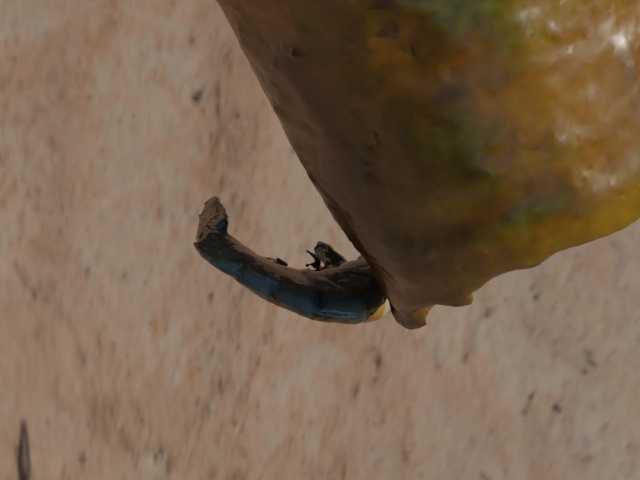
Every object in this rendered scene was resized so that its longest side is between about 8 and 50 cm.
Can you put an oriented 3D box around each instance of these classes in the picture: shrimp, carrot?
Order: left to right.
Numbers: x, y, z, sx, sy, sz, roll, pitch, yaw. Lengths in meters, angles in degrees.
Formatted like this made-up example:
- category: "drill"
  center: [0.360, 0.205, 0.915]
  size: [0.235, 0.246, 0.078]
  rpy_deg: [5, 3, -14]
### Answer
- category: "shrimp"
  center: [-0.001, 0.003, 1.165]
  size: [0.147, 0.035, 0.195]
  rpy_deg: [21, 21, 24]
- category: "carrot"
  center: [0.071, -0.135, 0.995]
  size: [0.241, 0.241, 0.341]
  rpy_deg: [-36, 118, -19]
